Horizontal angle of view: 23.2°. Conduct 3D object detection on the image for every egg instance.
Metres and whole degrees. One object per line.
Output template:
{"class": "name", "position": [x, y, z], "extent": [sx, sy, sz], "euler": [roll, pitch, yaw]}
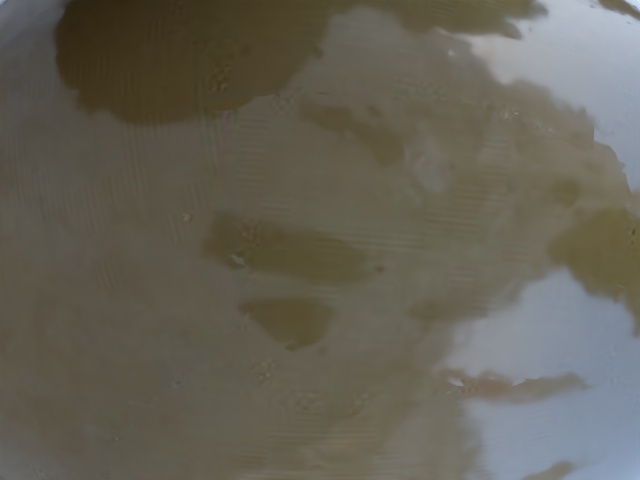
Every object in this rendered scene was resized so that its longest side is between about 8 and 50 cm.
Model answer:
{"class": "egg", "position": [0.000, 0.000, 0.673], "extent": [0.301, 0.374, 0.301], "euler": [-4, 90, -88]}
